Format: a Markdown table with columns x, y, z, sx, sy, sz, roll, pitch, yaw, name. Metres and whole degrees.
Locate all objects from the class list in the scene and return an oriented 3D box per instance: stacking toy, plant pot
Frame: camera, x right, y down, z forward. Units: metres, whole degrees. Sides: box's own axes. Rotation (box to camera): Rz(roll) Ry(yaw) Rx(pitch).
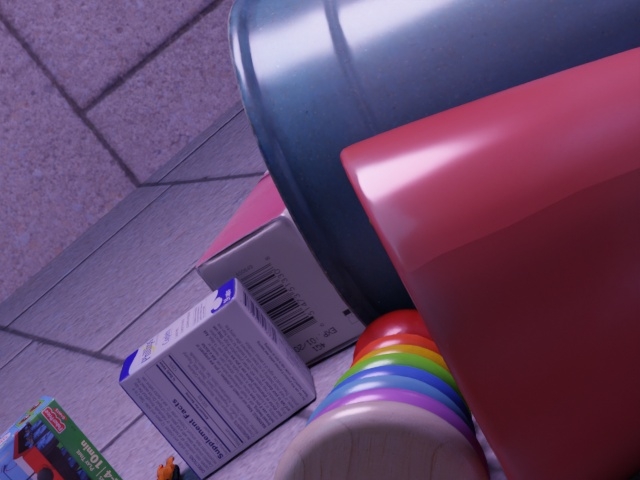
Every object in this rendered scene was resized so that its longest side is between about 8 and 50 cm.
| x | y | z | sx | sy | sz | roll | pitch | yaw | name |
| --- | --- | --- | --- | --- | --- | --- | --- | --- | --- |
| 0.056 | 0.134 | 1.184 | 0.141 | 0.141 | 0.330 | -35 | 7 | 13 | stacking toy |
| 0.179 | 0.009 | 1.019 | 0.243 | 0.275 | 0.275 | -27 | 14 | 3 | plant pot |
| 0.152 | -0.127 | 1.391 | 0.334 | 0.341 | 0.341 | -26 | 17 | 15 | plant pot |

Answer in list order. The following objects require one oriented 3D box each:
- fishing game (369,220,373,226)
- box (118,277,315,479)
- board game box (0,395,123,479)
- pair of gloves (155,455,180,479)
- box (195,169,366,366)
| x | y | z | sx | sy | sz | roll | pitch | yaw | name |
| --- | --- | --- | --- | --- | --- | --- | --- | --- | --- |
| 0.175 | -0.013 | 1.190 | 0.264 | 0.189 | 0.041 | -14 | 53 | 14 | fishing game |
| -0.096 | 0.128 | 1.544 | 0.137 | 0.126 | 0.072 | -36 | 15 | 6 | box |
| -0.267 | 0.266 | 1.458 | 0.211 | 0.160 | 0.039 | -43 | 16 | -19 | board game box |
| -0.167 | 0.245 | 1.591 | 0.083 | 0.010 | 0.074 | -39 | 15 | 7 | pair of gloves |
| 0.000 | 0.000 | 1.668 | 0.127 | 0.148 | 0.232 | -30 | 15 | 32 | box |
